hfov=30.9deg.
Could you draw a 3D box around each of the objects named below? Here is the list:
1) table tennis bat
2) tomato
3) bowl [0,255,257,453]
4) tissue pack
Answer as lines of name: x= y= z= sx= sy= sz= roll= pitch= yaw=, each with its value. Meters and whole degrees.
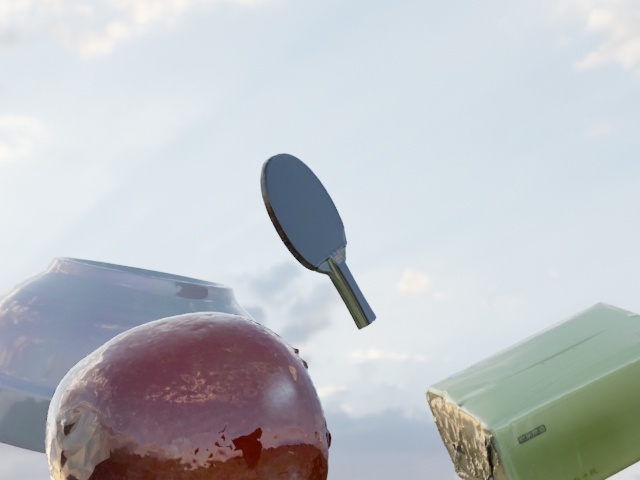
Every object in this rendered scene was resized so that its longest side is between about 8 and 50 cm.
table tennis bat: x=0.000 y=0.000 z=0.938 sx=0.014 sy=0.158 sz=0.095 roll=-27 pitch=5 yaw=29
tomato: x=-0.081 y=0.104 z=0.541 sx=0.091 sy=0.139 sz=0.159 roll=13 pitch=-44 yaw=-42
bowl: x=-0.162 y=0.096 z=0.988 sx=0.286 sy=0.144 sz=0.287 roll=11 pitch=-1 yaw=0
tissue pack: x=0.247 y=0.167 z=1.173 sx=0.234 sy=0.125 sz=0.159 roll=-24 pitch=14 yaw=-13
